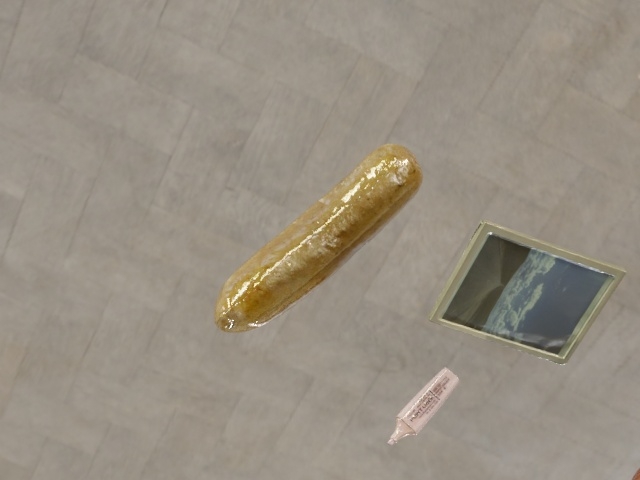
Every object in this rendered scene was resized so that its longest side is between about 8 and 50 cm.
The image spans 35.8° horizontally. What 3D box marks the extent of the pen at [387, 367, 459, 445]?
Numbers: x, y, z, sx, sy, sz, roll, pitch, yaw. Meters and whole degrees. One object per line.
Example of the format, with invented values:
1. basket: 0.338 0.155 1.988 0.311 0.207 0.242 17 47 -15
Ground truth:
1. pen: 0.197 0.331 1.948 0.053 0.197 0.032 41 159 10

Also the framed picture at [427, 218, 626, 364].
1. framed picture: 0.313 0.082 1.511 0.260 0.023 0.189 19 115 -18

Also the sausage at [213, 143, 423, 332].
1. sausage: -0.001 0.001 1.792 0.123 0.501 0.136 47 161 8

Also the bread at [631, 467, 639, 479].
1. bread: 0.742 0.536 1.876 0.328 0.295 0.114 6 149 -17
